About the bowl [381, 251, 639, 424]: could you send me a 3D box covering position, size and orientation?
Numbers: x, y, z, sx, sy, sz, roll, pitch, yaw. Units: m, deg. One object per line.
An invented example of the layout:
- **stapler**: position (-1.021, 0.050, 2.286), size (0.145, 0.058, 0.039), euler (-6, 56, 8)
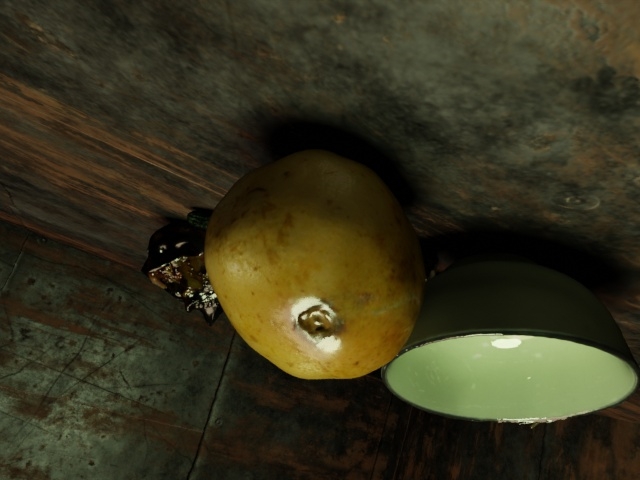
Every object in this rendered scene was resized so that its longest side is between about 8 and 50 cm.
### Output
- **bowl**: position (0.276, 0.143, 0.729), size (0.353, 0.185, 0.354), euler (6, 143, 5)

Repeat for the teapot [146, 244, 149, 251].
- **teapot**: position (-0.468, 0.034, 1.409), size (0.108, 0.111, 0.149), euler (42, 161, -24)

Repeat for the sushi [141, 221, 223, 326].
- **sushi**: position (-0.333, 0.056, 1.215), size (0.227, 0.215, 0.212), euler (33, 167, 28)

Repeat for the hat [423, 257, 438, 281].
- **hat**: position (0.094, 0.100, 0.844), size (0.214, 0.149, 0.245), euler (4, -156, 22)

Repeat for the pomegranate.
- **pomegranate**: position (-0.004, 0.035, 0.590), size (0.307, 0.308, 0.307), euler (17, 164, 5)

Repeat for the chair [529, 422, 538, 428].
- **chair**: position (0.524, 0.290, 1.108), size (0.188, 0.166, 0.272), euler (27, 119, -25)

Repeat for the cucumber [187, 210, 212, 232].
- **cucumber**: position (-0.204, -0.032, 1.012), size (0.214, 0.052, 0.058), euler (15, -161, 18)
